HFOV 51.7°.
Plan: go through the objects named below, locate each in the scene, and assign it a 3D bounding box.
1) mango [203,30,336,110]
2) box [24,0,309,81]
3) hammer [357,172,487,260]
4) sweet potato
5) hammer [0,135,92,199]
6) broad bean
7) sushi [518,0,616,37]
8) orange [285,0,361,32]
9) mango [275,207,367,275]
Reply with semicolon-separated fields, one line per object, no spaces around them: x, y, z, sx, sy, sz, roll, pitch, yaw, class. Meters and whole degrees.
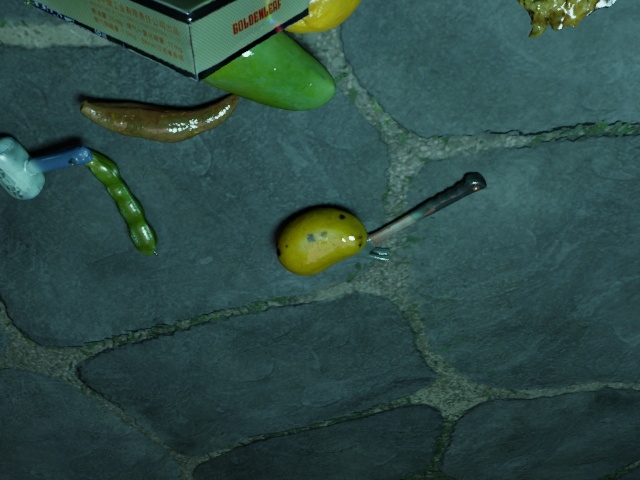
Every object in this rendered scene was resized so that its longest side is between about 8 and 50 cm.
-0.094;-0.266;0.971;0.251;0.114;0.156;15;168;-32;mango
-0.189;-0.310;0.781;0.310;0.198;0.084;28;142;25;box
0.181;-0.047;1.258;0.288;0.033;0.111;-31;127;26;hammer
-0.259;-0.199;1.086;0.256;0.058;0.078;-2;114;-4;sweet potato
-0.472;-0.132;1.122;0.194;0.069;0.116;-8;134;19;hammer
-0.363;-0.068;1.215;0.053;0.052;0.256;-40;132;-19;broad bean
0.329;-0.435;0.766;0.235;0.207;0.348;3;132;6;sushi
-0.022;-0.361;0.869;0.178;0.155;0.177;-10;135;-10;orange
-0.003;-0.002;1.250;0.178;0.090;0.115;-27;90;23;mango
